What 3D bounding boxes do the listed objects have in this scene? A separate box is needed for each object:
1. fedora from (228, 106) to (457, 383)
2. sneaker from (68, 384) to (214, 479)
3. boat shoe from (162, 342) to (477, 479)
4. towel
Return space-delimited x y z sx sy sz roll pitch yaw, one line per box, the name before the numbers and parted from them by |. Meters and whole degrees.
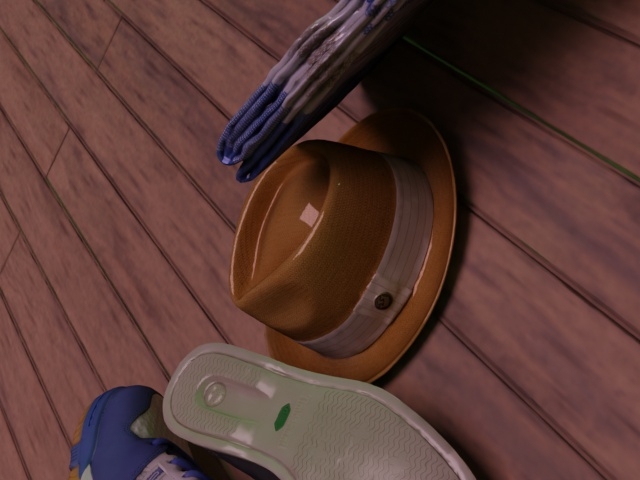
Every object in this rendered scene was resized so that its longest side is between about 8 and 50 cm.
fedora | 0.000 0.000 0.764 0.194 0.079 0.194 -31 50 45
sneaker | -0.069 0.193 0.766 0.131 0.112 0.296 -37 44 14
boat shoe | 0.011 0.124 0.698 0.233 0.079 0.084 21 74 43
towel | 0.060 -0.163 0.697 0.285 0.034 0.209 -47 0 34
